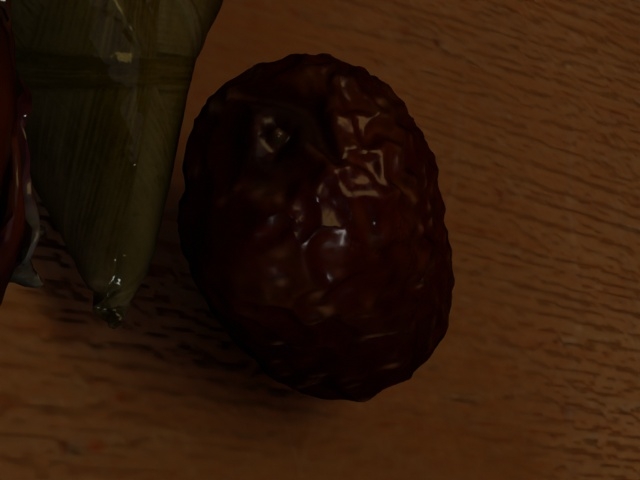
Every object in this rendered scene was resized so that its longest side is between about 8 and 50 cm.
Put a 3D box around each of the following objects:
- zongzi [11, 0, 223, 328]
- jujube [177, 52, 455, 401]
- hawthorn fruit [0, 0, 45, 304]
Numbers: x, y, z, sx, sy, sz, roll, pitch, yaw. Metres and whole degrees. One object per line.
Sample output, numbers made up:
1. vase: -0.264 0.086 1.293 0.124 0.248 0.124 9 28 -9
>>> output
1. zongzi: -0.119 -0.086 0.706 0.194 0.099 0.197 32 54 -37
2. jujube: 0.000 0.000 0.763 0.112 0.109 0.176 -47 153 -13
3. hawthorn fruit: -0.183 -0.027 0.448 0.307 0.276 0.276 9 63 -46
